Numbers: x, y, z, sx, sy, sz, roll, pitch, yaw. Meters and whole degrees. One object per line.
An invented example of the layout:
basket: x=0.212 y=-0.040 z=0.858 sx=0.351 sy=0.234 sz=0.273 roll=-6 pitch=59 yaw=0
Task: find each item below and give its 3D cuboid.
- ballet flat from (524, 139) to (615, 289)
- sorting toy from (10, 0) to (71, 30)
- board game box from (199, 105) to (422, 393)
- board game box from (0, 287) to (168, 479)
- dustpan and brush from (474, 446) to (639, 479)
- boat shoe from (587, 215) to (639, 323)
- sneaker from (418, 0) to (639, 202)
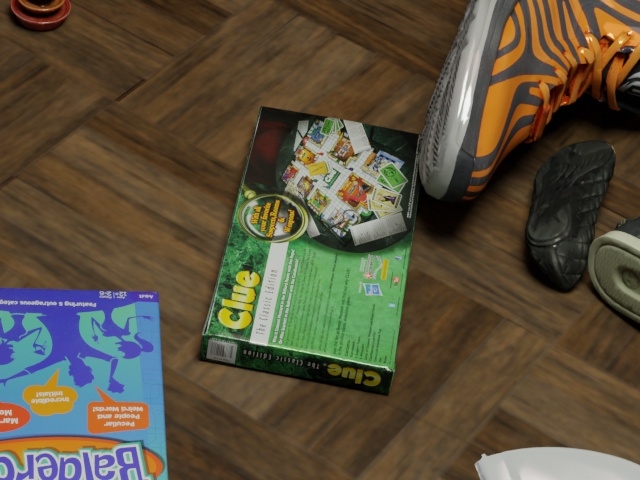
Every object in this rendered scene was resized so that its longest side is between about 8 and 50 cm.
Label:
ballet flat: x=0.190 y=-0.026 z=1.484 sx=0.057 sy=0.049 sz=0.173 roll=-5 pitch=31 yaw=25
sorting toy: x=-0.232 y=-0.217 z=1.599 sx=0.061 sy=0.042 sz=0.102 roll=-11 pitch=46 yaw=-22
board game box: x=0.000 y=0.000 z=1.420 sx=0.136 sy=0.030 sz=0.260 roll=13 pitch=42 yaw=-1
board game box: x=-0.179 y=0.119 z=1.241 sx=0.160 sy=0.047 sz=0.210 roll=1 pitch=44 yaw=-10
dustpan and brush: x=0.214 y=0.190 z=1.243 sx=0.211 sy=0.060 sz=0.147 roll=-11 pitch=57 yaw=-13
boat shoe: x=0.301 y=0.053 z=1.379 sx=0.079 sy=0.084 sz=0.233 roll=-27 pitch=52 yaw=-37
sneaker: x=0.191 y=-0.132 z=1.500 sx=0.180 sy=0.124 sz=0.321 roll=23 pitch=50 yaw=-1
